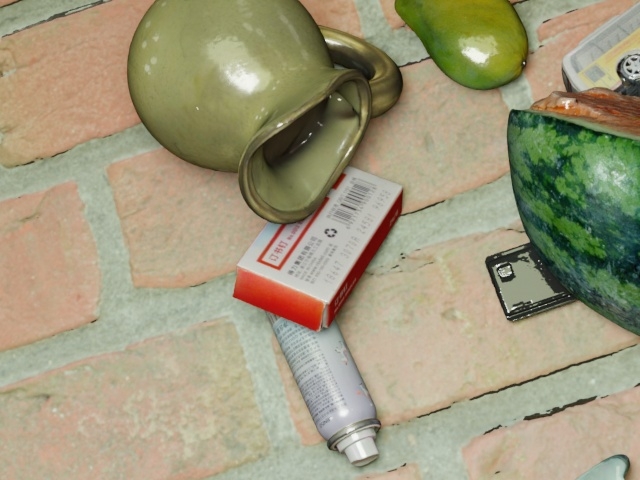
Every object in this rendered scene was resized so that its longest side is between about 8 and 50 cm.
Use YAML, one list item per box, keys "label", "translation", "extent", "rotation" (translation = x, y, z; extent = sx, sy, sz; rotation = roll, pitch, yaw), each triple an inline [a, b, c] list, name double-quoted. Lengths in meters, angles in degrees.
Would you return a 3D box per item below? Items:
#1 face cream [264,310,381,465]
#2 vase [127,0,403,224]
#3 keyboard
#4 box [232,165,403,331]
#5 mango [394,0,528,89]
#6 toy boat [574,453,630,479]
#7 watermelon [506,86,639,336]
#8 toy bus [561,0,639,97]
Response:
- label: "face cream"
  translation: [0.006, 0.156, 1.635]
  extent: [0.075, 0.075, 0.229]
  rotation: [-24, 70, 0]
- label: "vase"
  translation: [-0.041, -0.188, 1.680]
  extent: [0.329, 0.241, 0.302]
  rotation: [-20, 44, -37]
- label: "keyboard"
  translation: [0.316, 0.021, 1.658]
  extent: [0.230, 0.025, 0.093]
  rotation: [-19, 71, 2]
- label: "box"
  translation: [0.000, 0.000, 1.652]
  extent: [0.123, 0.050, 0.229]
  rotation: [20, 49, 15]
- label: "mango"
  translation: [0.183, -0.271, 1.747]
  extent: [0.122, 0.085, 0.191]
  rotation: [-34, 70, 0]
- label: "toy boat"
  translation: [0.304, 0.338, 1.535]
  extent: [0.134, 0.079, 0.207]
  rotation: [38, 70, 11]
- label: "watermelon"
  translation: [0.353, -0.040, 1.604]
  extent: [0.283, 0.293, 0.250]
  rotation: [40, 121, 44]
- label: "toy bus"
  translation: [0.415, -0.246, 1.702]
  extent: [0.268, 0.092, 0.106]
  rotation: [-36, 61, -4]
